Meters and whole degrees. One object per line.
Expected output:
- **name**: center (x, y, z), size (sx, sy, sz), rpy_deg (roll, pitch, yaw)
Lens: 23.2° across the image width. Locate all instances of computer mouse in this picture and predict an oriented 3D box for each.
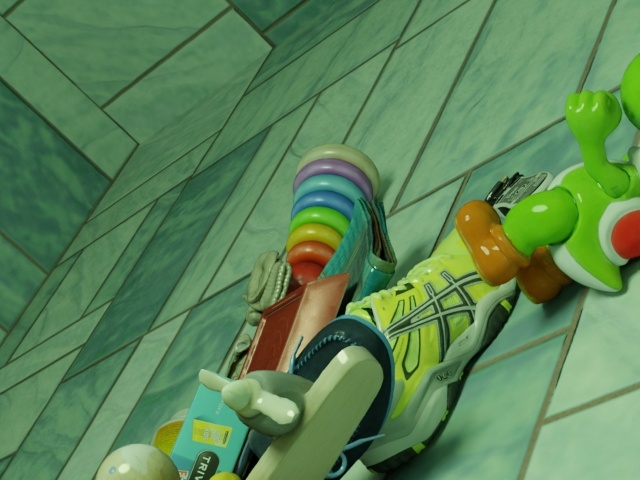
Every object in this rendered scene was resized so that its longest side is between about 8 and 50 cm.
- **computer mouse**: center (0.262, -0.050, 2.058), size (0.106, 0.042, 0.193), rpy_deg (-45, 11, -11)

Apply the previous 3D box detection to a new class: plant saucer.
- **plant saucer**: center (-0.061, 0.173, 2.061), size (0.259, 0.047, 0.258), rpy_deg (-69, 13, -19)

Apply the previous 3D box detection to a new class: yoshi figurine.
- **yoshi figurine**: center (0.328, -0.091, 1.746), size (0.362, 0.203, 0.203), rpy_deg (-34, 14, 28)

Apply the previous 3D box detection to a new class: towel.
- **towel**: center (-0.009, 0.135, 2.108), size (0.370, 0.040, 0.271), rpy_deg (-60, 12, 16)

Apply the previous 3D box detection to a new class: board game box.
- **board game box**: center (-0.177, 0.359, 1.859), size (0.254, 0.079, 0.336), rpy_deg (113, 179, -58)

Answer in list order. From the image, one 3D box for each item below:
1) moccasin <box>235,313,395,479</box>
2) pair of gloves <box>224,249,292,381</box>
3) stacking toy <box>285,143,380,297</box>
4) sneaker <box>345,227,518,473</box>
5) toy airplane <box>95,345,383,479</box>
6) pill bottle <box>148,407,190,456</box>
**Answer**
- **moccasin**: center (-0.016, 0.236, 1.741), size (0.117, 0.137, 0.342), rpy_deg (-35, -27, -51)
- **pair of gloves**: center (-0.105, 0.130, 2.328), size (0.204, 0.042, 0.240), rpy_deg (-145, 73, -79)
- **stacking toy**: center (0.000, 0.000, 2.445), size (0.141, 0.141, 0.330), rpy_deg (-33, 28, 37)
- **sneaker**: center (0.120, 0.094, 1.888), size (0.145, 0.147, 0.385), rpy_deg (-30, 22, 48)
- **toy airplane**: center (-0.099, 0.296, 1.539), size (0.386, 0.272, 0.384), rpy_deg (-42, -20, -24)
- **pill bottle**: center (-0.188, 0.324, 2.145), size (0.117, 0.117, 0.215), rpy_deg (-39, 19, 23)
